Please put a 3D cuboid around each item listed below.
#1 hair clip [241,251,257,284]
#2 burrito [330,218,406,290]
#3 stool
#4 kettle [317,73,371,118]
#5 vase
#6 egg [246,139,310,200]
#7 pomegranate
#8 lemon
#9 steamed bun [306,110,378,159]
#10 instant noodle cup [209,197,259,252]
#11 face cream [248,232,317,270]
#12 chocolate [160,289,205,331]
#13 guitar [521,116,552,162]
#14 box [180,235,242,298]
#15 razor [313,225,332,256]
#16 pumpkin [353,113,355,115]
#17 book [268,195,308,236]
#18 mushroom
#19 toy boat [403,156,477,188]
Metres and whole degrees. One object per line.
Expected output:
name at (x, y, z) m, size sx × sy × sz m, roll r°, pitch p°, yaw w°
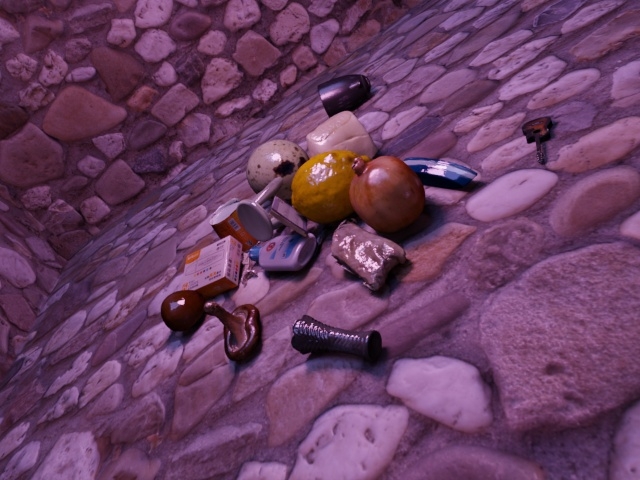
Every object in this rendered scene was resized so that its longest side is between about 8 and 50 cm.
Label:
hair clip at (-0.302, 0.097, 1.708) m, size 0.072 × 0.034 × 0.226 m, roll -32°, pitch 31°, yaw 7°
burrito at (0.128, 0.033, 1.314) m, size 0.174 × 0.107 × 0.347 m, roll -29°, pitch 32°, yaw -13°
stool at (-0.214, -0.124, 1.706) m, size 0.198 × 0.195 × 0.195 m, roll -40°, pitch 7°, yaw -33°
kettle at (0.154, -0.858, 2.385) m, size 0.290 × 0.208 × 0.268 m, roll -22°, pitch 7°, yaw 13°
vase at (0.043, 0.265, 1.093) m, size 0.237 × 0.116 × 0.116 m, roll -1°, pitch 46°, yaw 39°
egg at (-0.202, -0.321, 1.921) m, size 0.379 × 0.288 × 0.288 m, roll -12°, pitch 37°, yaw 53°
pomegranate at (0.203, -0.162, 1.330) m, size 0.229 × 0.270 × 0.252 m, roll -41°, pitch 24°, yaw 9°
lemon at (0.046, -0.201, 1.542) m, size 0.315 × 0.286 × 0.286 m, roll -3°, pitch 44°, yaw 33°
steamed bun at (0.107, -0.392, 1.785) m, size 0.290 × 0.273 × 0.272 m, roll -43°, pitch 48°, yaw -4°
instant noodle cup at (-0.383, -0.069, 1.866) m, size 0.230 × 0.182 × 0.230 m, roll -26°, pitch 33°, yaw 19°
face cream at (-0.161, 0.048, 1.585) m, size 0.336 × 0.080 × 0.163 m, roll -4°, pitch 47°, yaw 47°
chocolate at (-0.534, 0.265, 1.602) m, size 0.176 × 0.177 × 0.177 m, roll -25°, pitch 33°, yaw 18°
guitar at (0.687, -0.315, 1.289) m, size 0.088 × 0.025 × 0.234 m, roll -13°, pitch 40°, yaw 33°
box at (-0.462, 0.128, 1.725) m, size 0.273 × 0.091 × 0.221 m, roll -25°, pitch 47°, yaw 24°
razor at (-0.002, -0.004, 1.552) m, size 0.044 × 0.028 × 0.155 m, roll -9°, pitch 41°, yaw 38°
pumpkin at (0.091, -0.542, 2.103) m, size 0.290 × 0.095 × 0.258 m, roll 6°, pitch 55°, yaw 52°
book at (-0.116, -0.093, 1.533) m, size 0.026 × 0.157 × 0.231 m, roll -54°, pitch 12°, yaw 15°
mushroom at (-0.295, 0.249, 1.325) m, size 0.147 × 0.218 × 0.227 m, roll -36°, pitch 31°, yaw 3°
toy boat at (0.397, -0.227, 1.397) m, size 0.299 × 0.096 × 0.062 m, roll 23°, pitch 75°, yaw 52°
